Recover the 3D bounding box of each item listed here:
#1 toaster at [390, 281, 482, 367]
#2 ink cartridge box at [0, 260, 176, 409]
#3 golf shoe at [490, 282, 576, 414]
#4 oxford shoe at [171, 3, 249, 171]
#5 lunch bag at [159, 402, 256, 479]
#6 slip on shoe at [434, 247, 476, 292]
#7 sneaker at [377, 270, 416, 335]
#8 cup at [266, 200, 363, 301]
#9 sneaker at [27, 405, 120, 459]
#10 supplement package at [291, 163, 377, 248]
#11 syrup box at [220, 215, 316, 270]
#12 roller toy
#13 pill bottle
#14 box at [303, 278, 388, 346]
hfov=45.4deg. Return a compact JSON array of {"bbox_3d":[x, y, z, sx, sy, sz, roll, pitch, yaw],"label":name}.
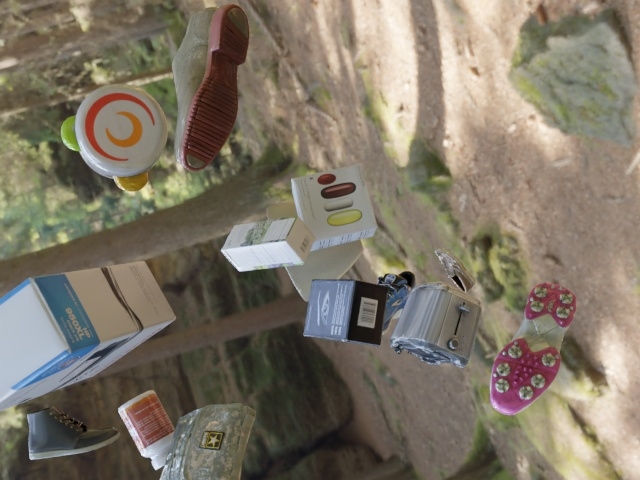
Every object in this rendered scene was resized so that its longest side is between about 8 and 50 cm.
[{"bbox_3d":[0.237,0.173,1.577,0.146,0.129,0.227,-67,13,-13],"label":"toaster"},{"bbox_3d":[-0.526,0.192,1.574,0.166,0.285,0.395,59,-163,7],"label":"ink cartridge box"},{"bbox_3d":[0.423,0.232,1.525,0.115,0.306,0.140,25,149,22],"label":"golf shoe"},{"bbox_3d":[-0.244,-0.309,1.560,0.123,0.130,0.348,30,-109,-57],"label":"oxford shoe"},{"bbox_3d":[-0.302,0.589,2.117,0.169,0.287,0.235,33,-131,-25],"label":"lunch bag"},{"bbox_3d":[0.333,0.076,1.923,0.135,0.041,0.051,46,156,-15],"label":"slip on shoe"},{"bbox_3d":[0.181,0.171,2.259,0.129,0.330,0.147,19,117,28],"label":"sneaker"},{"bbox_3d":[0.000,0.000,2.455,0.331,0.237,0.331,-23,-90,-85],"label":"cup"},{"bbox_3d":[-0.611,0.460,1.883,0.083,0.222,0.118,142,118,-83],"label":"sneaker"},{"bbox_3d":[0.037,-0.091,2.174,0.149,0.203,0.194,99,157,-80],"label":"supplement package"},{"bbox_3d":[-0.141,0.010,2.049,0.096,0.236,0.093,52,-133,-33],"label":"syrup box"},{"bbox_3d":[-0.429,-0.230,1.656,0.209,0.191,0.146,37,168,-11],"label":"roller toy"},{"bbox_3d":[-0.506,0.571,2.302,0.216,0.121,0.121,59,173,8],"label":"pill bottle"},{"bbox_3d":[0.062,0.179,1.929,0.207,0.108,0.153,-2,76,58],"label":"box"}]
